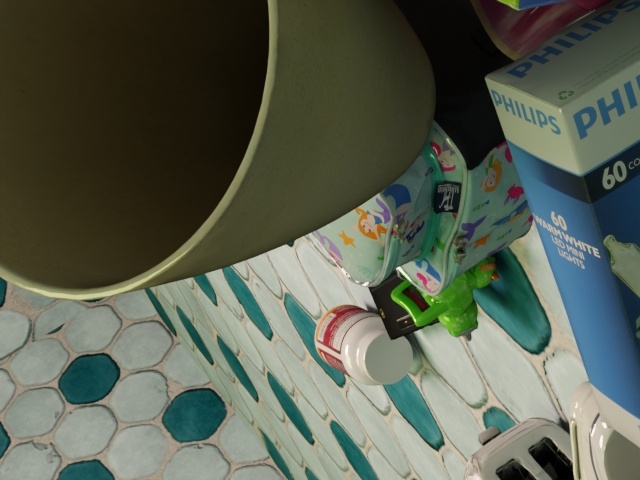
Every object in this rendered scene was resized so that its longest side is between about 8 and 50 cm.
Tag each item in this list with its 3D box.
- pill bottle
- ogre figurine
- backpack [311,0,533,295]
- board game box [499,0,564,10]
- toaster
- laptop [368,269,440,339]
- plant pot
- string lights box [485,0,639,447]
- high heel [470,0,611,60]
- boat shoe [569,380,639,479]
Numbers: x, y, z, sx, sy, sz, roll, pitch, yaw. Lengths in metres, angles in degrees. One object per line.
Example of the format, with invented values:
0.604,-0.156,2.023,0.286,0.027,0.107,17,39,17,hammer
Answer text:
0.056,0.132,1.743,0.086,0.086,0.152,62,166,-16,pill bottle
0.103,0.019,1.315,0.197,0.096,0.118,93,156,-48,ogre figurine
0.061,-0.078,1.078,0.225,0.191,0.253,49,168,25,backpack
0.040,-0.285,0.747,0.347,0.078,0.233,40,138,52,board game box
0.229,0.283,1.380,0.227,0.129,0.146,50,162,34,toaster
0.000,0.000,1.532,0.234,0.136,0.264,138,109,-77,laptop
-0.052,-0.093,0.835,0.256,0.256,0.274,52,-155,24,plant pot
0.202,-0.009,0.815,0.077,0.133,0.260,38,156,56,string lights box
0.112,-0.231,0.848,0.082,0.117,0.244,17,-137,-42,high heel
0.270,0.239,1.213,0.088,0.096,0.268,41,158,61,boat shoe
